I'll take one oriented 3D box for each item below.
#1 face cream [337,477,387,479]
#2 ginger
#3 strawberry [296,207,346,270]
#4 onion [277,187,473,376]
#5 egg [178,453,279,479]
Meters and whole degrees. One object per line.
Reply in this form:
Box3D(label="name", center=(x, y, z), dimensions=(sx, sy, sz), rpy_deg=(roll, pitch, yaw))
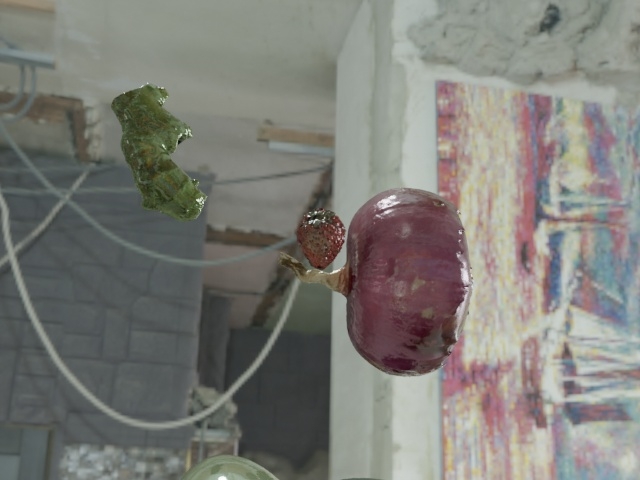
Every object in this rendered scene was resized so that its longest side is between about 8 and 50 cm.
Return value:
Box3D(label="face cream", center=(0.086, 0.669, 1.796), dimensions=(0.219, 0.357, 0.312), rpy_deg=(-1, 8, -36))
Box3D(label="ginger", center=(-0.298, -0.167, 1.715), dimensions=(0.137, 0.290, 0.089), rpy_deg=(0, -28, -34))
Box3D(label="strawberry", center=(0.000, 0.000, 1.491), dimensions=(0.083, 0.083, 0.097), rpy_deg=(5, -64, -9))
Box3D(label="onion", center=(0.141, 0.078, 1.761), dimensions=(0.344, 0.359, 0.358), rpy_deg=(2, -18, 24))
Box3D(label="egg", center=(-0.107, 0.391, 1.116), dimensions=(0.218, 0.295, 0.218), rpy_deg=(-10, -48, -12))
